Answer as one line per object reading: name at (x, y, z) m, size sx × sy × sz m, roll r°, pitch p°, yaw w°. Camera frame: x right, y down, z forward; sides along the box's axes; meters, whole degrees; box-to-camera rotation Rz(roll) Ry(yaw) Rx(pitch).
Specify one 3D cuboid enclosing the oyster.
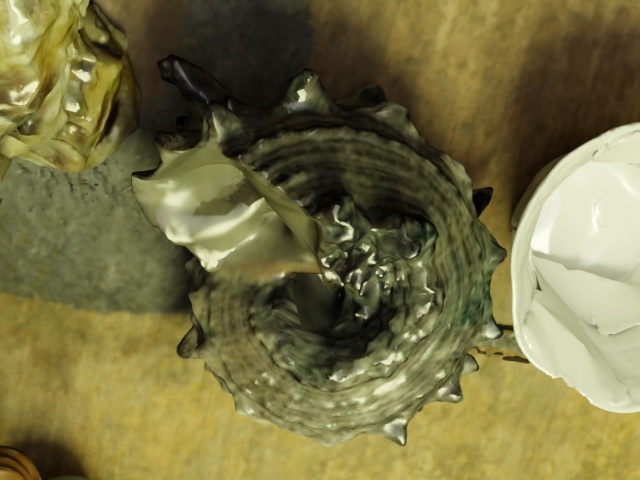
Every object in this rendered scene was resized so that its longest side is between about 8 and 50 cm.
oyster at (-0.172, -0.137, 0.989) m, size 0.238 × 0.351 × 0.115 m, roll -31°, pitch 76°, yaw -40°

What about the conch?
conch at (-0.008, 0.010, 1.130) m, size 0.241 × 0.186 × 0.313 m, roll -27°, pitch 125°, yaw 14°

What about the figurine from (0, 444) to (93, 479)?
figurine at (-0.238, 0.195, 1.138) m, size 0.263 × 0.142 × 0.189 m, roll 34°, pitch 143°, yaw -25°

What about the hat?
hat at (0.205, 0.004, 1.172) m, size 0.203 × 0.126 × 0.203 m, roll -3°, pitch 107°, yaw -9°
